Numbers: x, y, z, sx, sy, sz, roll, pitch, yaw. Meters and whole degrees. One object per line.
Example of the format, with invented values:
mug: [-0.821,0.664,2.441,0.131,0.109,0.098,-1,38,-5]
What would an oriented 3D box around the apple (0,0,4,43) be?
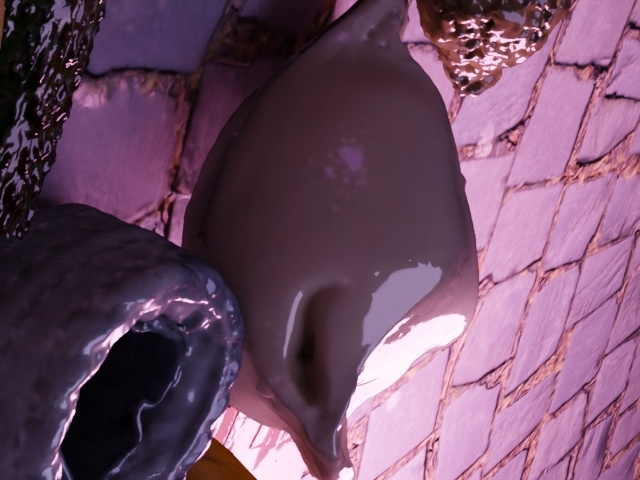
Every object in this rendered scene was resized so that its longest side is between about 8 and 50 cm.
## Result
apple: [-0.245,-0.122,0.887,0.200,0.200,0.200,-41,147,-35]

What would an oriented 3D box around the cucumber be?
cucumber: [-0.162,-0.181,1.082,0.096,0.096,0.359,4,109,-61]

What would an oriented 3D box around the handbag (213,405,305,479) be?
handbag: [-0.077,0.191,1.607,0.212,0.059,0.157,2,114,-62]

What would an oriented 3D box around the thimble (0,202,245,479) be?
thimble: [-0.182,0.095,1.219,0.250,0.172,0.205,-53,148,-22]

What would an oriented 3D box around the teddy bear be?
teddy bear: [0.144,-0.246,1.438,0.267,0.156,0.256,79,33,-53]

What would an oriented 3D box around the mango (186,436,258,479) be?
mango: [-0.093,0.270,1.348,0.182,0.365,0.253,-11,135,-15]

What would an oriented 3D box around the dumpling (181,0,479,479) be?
dumpling: [0.000,0.000,1.411,0.315,0.233,0.395,132,-36,-71]
